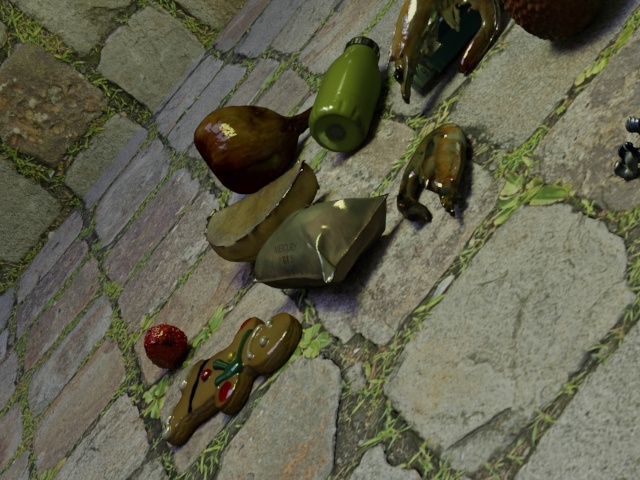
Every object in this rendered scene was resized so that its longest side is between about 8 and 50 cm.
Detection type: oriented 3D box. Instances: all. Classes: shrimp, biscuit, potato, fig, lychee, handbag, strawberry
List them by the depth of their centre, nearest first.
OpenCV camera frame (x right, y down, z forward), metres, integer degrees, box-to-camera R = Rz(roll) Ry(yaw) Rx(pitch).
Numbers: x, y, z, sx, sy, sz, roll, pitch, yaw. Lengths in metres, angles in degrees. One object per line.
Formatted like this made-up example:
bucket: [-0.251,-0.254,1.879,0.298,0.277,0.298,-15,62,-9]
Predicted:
lychee: [0.341,-0.382,1.679,0.165,0.165,0.197,-84,-3,-55]
shrimp: [0.155,-0.089,1.729,0.145,0.059,0.254,-40,23,32]
handbag: [0.000,0.000,1.826,0.182,0.117,0.270,-50,18,-21]
biscuit: [-0.143,0.203,1.871,0.301,0.049,0.197,-34,29,35]
shrimp: [0.208,-0.344,1.944,0.058,0.173,0.253,21,-98,-82]
potato: [-0.097,-0.028,2.084,0.243,0.098,0.138,-28,33,33]
strawberry: [-0.284,0.188,2.117,0.083,0.083,0.096,-61,-13,-25]
fig: [-0.108,-0.212,2.324,0.290,0.190,0.190,-29,27,16]

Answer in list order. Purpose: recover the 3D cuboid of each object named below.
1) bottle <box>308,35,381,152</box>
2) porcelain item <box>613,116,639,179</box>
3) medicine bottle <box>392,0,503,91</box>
bottle: [0.056,-0.281,2.168,0.112,0.112,0.260,-33,28,39]
porcelain item: [0.370,-0.113,1.306,0.136,0.075,0.021,-24,33,51]
medicine bottle: [0.227,-0.376,2.022,0.258,0.079,0.124,-49,28,7]
